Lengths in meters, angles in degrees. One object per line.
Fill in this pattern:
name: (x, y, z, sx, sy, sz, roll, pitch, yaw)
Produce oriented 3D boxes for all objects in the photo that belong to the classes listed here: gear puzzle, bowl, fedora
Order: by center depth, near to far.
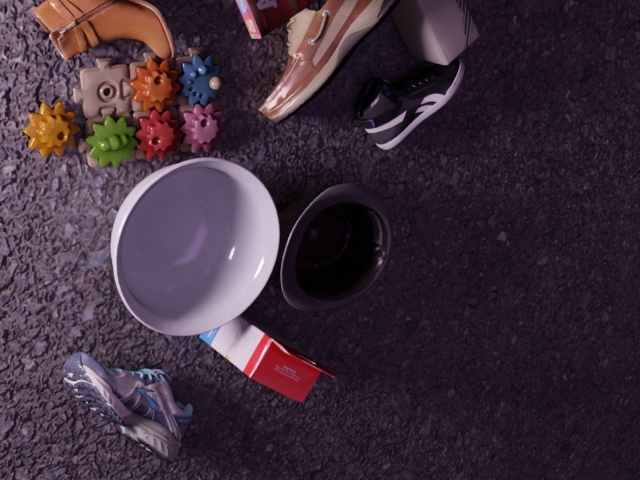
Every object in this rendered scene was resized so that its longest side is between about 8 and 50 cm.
gear puzzle: (-0.297, -0.201, 1.696, 0.339, 0.044, 0.175, -13, 115, -30)
bowl: (-0.223, -0.005, 1.768, 0.298, 0.134, 0.297, -13, 114, -30)
fedora: (0.000, 0.000, 1.929, 0.276, 0.124, 0.243, -3, 112, -43)

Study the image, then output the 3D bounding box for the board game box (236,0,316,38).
board game box: (-0.096, -0.448, 1.552, 0.145, 0.027, 0.281, -40, 121, -29)

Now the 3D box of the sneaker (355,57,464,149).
sneaker: (0.155, -0.273, 1.946, 0.217, 0.079, 0.121, -46, 128, 1)

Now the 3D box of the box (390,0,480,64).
box: (0.168, -0.445, 1.882, 0.094, 0.113, 0.275, -43, 128, -15)

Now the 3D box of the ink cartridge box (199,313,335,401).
ink cartridge box: (-0.093, 0.200, 1.876, 0.134, 0.231, 0.078, 32, 88, -38)

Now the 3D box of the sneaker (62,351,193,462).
sneaker: (-0.322, 0.258, 1.841, 0.283, 0.110, 0.122, 52, 58, -39)

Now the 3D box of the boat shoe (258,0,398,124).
boat shoe: (0.003, -0.341, 1.816, 0.120, 0.122, 0.324, 41, 94, -3)

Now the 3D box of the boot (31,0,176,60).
boot: (-0.321, -0.315, 1.620, 0.152, 0.073, 0.197, -45, 115, -14)
